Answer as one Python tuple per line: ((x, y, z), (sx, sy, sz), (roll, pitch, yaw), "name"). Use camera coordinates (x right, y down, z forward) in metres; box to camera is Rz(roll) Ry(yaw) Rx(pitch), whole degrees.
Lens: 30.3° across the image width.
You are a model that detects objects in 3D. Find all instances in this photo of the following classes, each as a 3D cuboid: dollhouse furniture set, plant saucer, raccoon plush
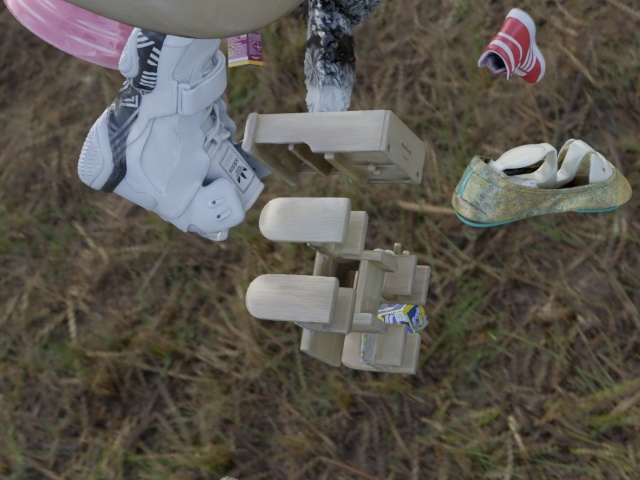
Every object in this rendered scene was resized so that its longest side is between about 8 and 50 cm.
((0.000, 0.000, 1.200), (0.160, 0.212, 0.242), (1, 73, 28), "dollhouse furniture set")
((-0.385, -0.413, 2.073), (0.332, 0.332, 0.084), (51, 125, 37), "plant saucer")
((0.105, -0.415, 1.876), (0.216, 0.299, 0.447), (-153, 63, -66), "raccoon plush")

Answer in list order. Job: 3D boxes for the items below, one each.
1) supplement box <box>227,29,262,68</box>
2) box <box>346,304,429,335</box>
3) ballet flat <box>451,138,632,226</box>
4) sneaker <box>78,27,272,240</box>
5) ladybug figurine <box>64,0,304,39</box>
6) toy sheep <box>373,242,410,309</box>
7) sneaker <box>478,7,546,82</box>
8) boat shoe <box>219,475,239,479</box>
((-0.145, -0.373, 2.260), (0.055, 0.043, 0.083), (-2, 91, 39), "supplement box")
((0.094, 0.143, 1.993), (0.168, 0.059, 0.054), (-16, 104, 36), "box")
((0.353, -0.097, 1.786), (0.123, 0.348, 0.123), (21, 115, 56), "ballet flat")
((-0.134, -0.147, 1.370), (0.366, 0.210, 0.137), (-54, 5, 44), "sneaker")
((-0.071, -0.297, 0.496), (0.161, 0.305, 0.450), (0, 70, 25), "ladybug figurine")
((0.084, 0.050, 1.599), (0.132, 0.091, 0.091), (-1, 59, -14), "toy sheep")
((0.206, -0.190, 1.271), (0.042, 0.118, 0.067), (28, 76, 30), "sneaker")
((-0.063, 0.374, 1.352), (0.186, 0.500, 0.156), (27, 76, 4), "boat shoe")
